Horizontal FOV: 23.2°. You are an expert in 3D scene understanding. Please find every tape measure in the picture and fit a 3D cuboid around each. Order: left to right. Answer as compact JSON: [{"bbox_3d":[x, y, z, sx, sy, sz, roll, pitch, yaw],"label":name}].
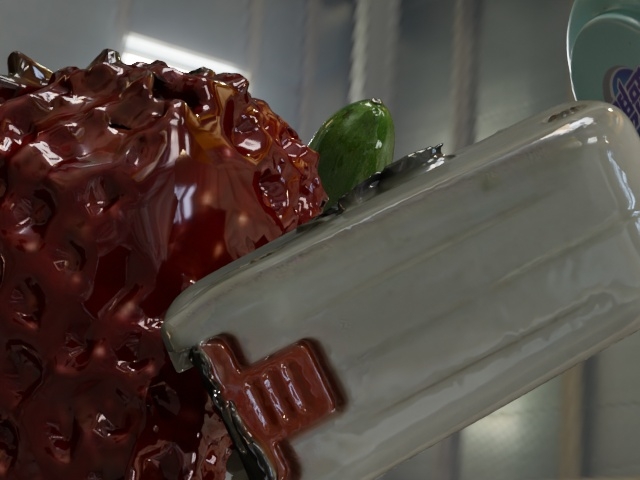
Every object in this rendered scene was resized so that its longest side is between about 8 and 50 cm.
[{"bbox_3d":[0.040,0.028,0.803,0.130,0.258,0.265,63,-13,-5],"label":"tape measure"}]

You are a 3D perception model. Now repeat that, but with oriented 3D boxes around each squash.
[{"bbox_3d":[0.000,0.000,1.763,0.395,0.107,0.107,110,-28,-44],"label":"squash"}]

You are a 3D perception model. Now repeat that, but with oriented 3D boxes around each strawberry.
[{"bbox_3d":[-0.142,0.066,0.989,0.295,0.317,0.345,83,-1,-57],"label":"strawberry"}]

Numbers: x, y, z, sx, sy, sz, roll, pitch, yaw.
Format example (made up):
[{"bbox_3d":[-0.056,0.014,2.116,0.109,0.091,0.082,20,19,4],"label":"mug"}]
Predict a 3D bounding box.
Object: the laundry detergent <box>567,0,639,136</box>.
[{"bbox_3d":[0.417,-0.194,1.525,0.287,0.305,0.287,46,-28,34],"label":"laundry detergent"}]
